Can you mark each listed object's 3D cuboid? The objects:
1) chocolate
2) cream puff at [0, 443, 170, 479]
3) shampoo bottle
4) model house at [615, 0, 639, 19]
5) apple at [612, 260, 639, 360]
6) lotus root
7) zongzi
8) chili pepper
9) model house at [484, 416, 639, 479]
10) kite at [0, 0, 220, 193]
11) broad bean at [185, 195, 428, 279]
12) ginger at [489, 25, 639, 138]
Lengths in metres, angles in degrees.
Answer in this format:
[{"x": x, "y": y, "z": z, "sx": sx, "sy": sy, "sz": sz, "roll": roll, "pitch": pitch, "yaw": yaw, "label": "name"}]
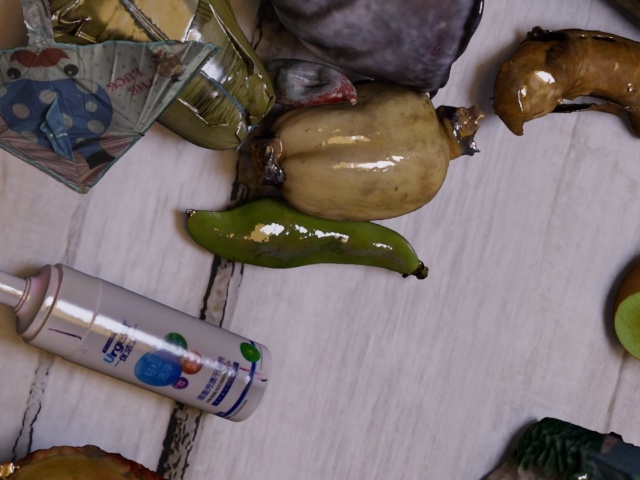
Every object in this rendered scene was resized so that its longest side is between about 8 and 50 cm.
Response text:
[{"x": 0.047, "y": -0.308, "z": 1.099, "sx": 0.213, "sy": 0.303, "sz": 0.303, "roll": 8, "pitch": 94, "yaw": -6, "label": "chocolate"}, {"x": -0.258, "y": 0.371, "z": 1.055, "sx": 0.351, "sy": 0.228, "sz": 0.350, "roll": 2, "pitch": 79, "yaw": -10, "label": "cream puff"}, {"x": -0.197, "y": 0.098, "z": 1.124, "sx": 0.303, "sy": 0.092, "sz": 0.092, "roll": 26, "pitch": 85, "yaw": -27, "label": "shampoo bottle"}, {"x": 0.487, "y": -0.421, "z": 1.288, "sx": 0.343, "sy": 0.334, "sz": 0.382, "roll": 32, "pitch": 87, "yaw": -16, "label": "model house"}, {"x": 0.467, "y": 0.085, "z": 1.419, "sx": 0.163, "sy": 0.147, "sz": 0.146, "roll": -32, "pitch": 109, "yaw": -17, "label": "apple"}, {"x": 0.046, "y": -0.100, "z": 1.193, "sx": 0.257, "sy": 0.140, "sz": 0.154, "roll": -7, "pitch": 68, "yaw": -23, "label": "lotus root"}, {"x": -0.116, "y": -0.250, "z": 1.094, "sx": 0.251, "sy": 0.125, "sz": 0.274, "roll": 34, "pitch": 84, "yaw": -26, "label": "zongzi"}, {"x": -0.020, "y": -0.163, "z": 1.143, "sx": 0.041, "sy": 0.153, "sz": 0.050, "roll": -5, "pitch": 105, "yaw": -38, "label": "chili pepper"}, {"x": 0.285, "y": 0.398, "z": 1.287, "sx": 0.284, "sy": 0.298, "sz": 0.243, "roll": -34, "pitch": 110, "yaw": -18, "label": "model house"}, {"x": -0.257, "y": -0.161, "z": 1.019, "sx": 0.336, "sy": 0.011, "sz": 0.314, "roll": -1, "pitch": 133, "yaw": 3, "label": "kite"}, {"x": 0.003, "y": 0.002, "z": 1.220, "sx": 0.325, "sy": 0.067, "sz": 0.075, "roll": 11, "pitch": 128, "yaw": -23, "label": "broad bean"}, {"x": 0.333, "y": -0.193, "z": 1.341, "sx": 0.309, "sy": 0.107, "sz": 0.132, "roll": -3, "pitch": 84, "yaw": -30, "label": "ginger"}]
